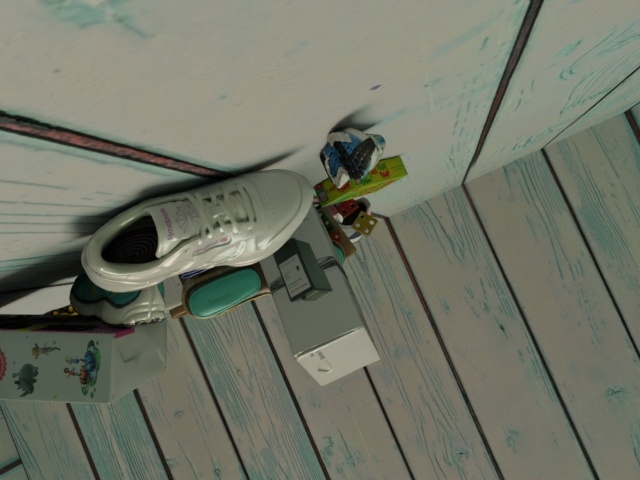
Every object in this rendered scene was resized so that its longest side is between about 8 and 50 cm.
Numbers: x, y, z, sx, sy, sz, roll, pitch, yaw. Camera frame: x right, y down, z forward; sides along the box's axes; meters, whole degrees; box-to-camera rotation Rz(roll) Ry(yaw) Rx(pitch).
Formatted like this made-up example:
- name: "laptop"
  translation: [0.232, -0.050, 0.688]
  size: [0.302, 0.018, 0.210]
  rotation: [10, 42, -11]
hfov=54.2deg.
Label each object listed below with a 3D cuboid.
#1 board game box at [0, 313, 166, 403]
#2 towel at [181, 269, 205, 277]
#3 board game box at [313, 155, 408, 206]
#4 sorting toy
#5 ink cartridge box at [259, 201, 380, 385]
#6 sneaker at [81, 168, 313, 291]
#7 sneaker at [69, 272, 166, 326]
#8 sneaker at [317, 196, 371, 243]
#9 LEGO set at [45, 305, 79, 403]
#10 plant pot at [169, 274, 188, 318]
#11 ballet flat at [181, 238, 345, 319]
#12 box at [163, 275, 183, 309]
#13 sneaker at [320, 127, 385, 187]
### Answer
- name: "board game box"
  translation: [-0.407, 0.163, 0.916]
  size: [0.304, 0.097, 0.224]
  rotation: [0, 178, 4]
- name: "towel"
  translation: [-0.153, -0.001, 1.305]
  size: [0.285, 0.034, 0.209]
  rotation: [-21, -171, -4]
- name: "board game box"
  translation: [0.081, -0.116, 1.217]
  size: [0.092, 0.043, 0.181]
  rotation: [-27, 175, 41]
- name: "sorting toy"
  translation: [0.000, 0.000, 1.416]
  size: [0.275, 0.132, 0.046]
  rotation: [-34, 170, -6]
- name: "ink cartridge box"
  translation: [-0.013, 0.079, 1.085]
  size: [0.122, 0.289, 0.211]
  rotation: [-24, 153, 2]
- name: "sneaker"
  translation: [-0.142, -0.012, 0.774]
  size: [0.305, 0.114, 0.152]
  rotation: [-23, 177, -15]
- name: "sneaker"
  translation: [-0.304, 0.064, 0.956]
  size: [0.107, 0.109, 0.275]
  rotation: [1, 179, -38]
- name: "sneaker"
  translation: [-0.015, -0.036, 1.512]
  size: [0.319, 0.112, 0.131]
  rotation: [-19, 152, -32]
- name: "LEGO set"
  translation: [-0.636, 0.290, 1.404]
  size: [0.331, 0.192, 0.255]
  rotation: [-26, 176, 29]
- name: "plant pot"
  translation: [-0.279, 0.102, 1.568]
  size: [0.237, 0.109, 0.237]
  rotation: [-23, 177, -1]
- name: "ballet flat"
  translation: [-0.124, 0.062, 1.306]
  size: [0.349, 0.123, 0.123]
  rotation: [-20, 176, -12]
- name: "box"
  translation: [-0.406, 0.134, 1.389]
  size: [0.130, 0.091, 0.170]
  rotation: [-25, 176, 29]
- name: "sneaker"
  translation: [0.055, -0.125, 0.850]
  size: [0.083, 0.071, 0.191]
  rotation: [-29, -175, -8]
